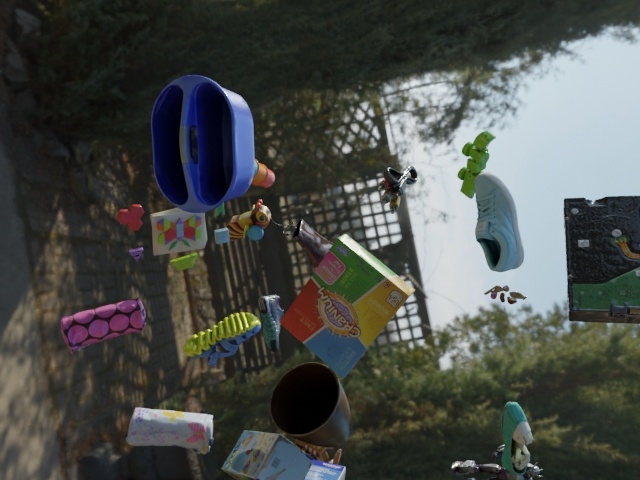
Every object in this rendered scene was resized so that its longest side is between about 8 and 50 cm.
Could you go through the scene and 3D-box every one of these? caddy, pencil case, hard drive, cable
[{"bbox_3d":[-0.307,-0.243,1.465,0.179,0.241,0.341,-21,111,-70],"label":"caddy"},{"bbox_3d":[-0.480,0.613,1.850,0.113,0.273,0.124,-111,-148,-73],"label":"pencil case"},{"bbox_3d":[0.719,0.040,1.386,0.064,0.236,0.339,63,32,-49],"label":"hard drive"},{"bbox_3d":[0.260,-0.207,1.974,0.139,0.072,0.287,62,30,-16],"label":"cable"},{"bbox_3d":[-0.565,0.221,1.506,0.095,0.209,0.098,148,-74,-69],"label":"pencil case"}]

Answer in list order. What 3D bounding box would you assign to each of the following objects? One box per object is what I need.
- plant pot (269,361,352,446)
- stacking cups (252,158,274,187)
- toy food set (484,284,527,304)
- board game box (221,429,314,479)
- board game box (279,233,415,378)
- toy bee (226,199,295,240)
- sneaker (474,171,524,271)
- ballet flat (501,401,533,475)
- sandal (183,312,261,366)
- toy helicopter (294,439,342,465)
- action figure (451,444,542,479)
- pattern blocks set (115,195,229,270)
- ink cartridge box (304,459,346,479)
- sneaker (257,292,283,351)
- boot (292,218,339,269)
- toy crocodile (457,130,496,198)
[{"bbox_3d":[0.002,0.503,1.654,0.215,0.215,0.230,-99,162,-45],"label":"plant pot"},{"bbox_3d":[-0.242,-0.226,1.802,0.316,0.096,0.096,25,51,-62],"label":"stacking cups"},{"bbox_3d":[0.567,0.166,1.768,0.078,0.122,0.019,-44,-149,41],"label":"toy food set"},{"bbox_3d":[-0.166,0.688,1.757,0.142,0.144,0.275,41,-29,-15],"label":"board game box"},{"bbox_3d":[0.065,0.180,1.553,0.242,0.317,0.064,39,24,12],"label":"board game box"},{"bbox_3d":[-0.270,-0.097,2.409,0.195,0.298,0.162,-115,-172,-57],"label":"toy bee"},{"bbox_3d":[0.608,-0.063,2.024,0.135,0.150,0.366,-25,-98,54],"label":"sneaker"},{"bbox_3d":[0.580,0.585,1.671,0.087,0.083,0.247,30,-48,53],"label":"ballet flat"},{"bbox_3d":[-0.363,0.386,2.207,0.138,0.317,0.126,58,13,-29],"label":"sandal"},{"bbox_3d":[0.001,0.837,2.259,0.235,0.140,0.355,44,-36,15],"label":"toy helicopter"},{"bbox_3d":[0.569,0.756,1.837,0.099,0.285,0.185,18,57,-58],"label":"action figure"},{"bbox_3d":[-0.445,-0.033,1.797,0.026,0.324,0.285,39,-34,50],"label":"pattern blocks set"},{"bbox_3d":[-0.026,0.912,1.893,0.395,0.151,0.270,-5,103,-72],"label":"ink cartridge box"},{"bbox_3d":[-0.174,0.321,2.253,0.083,0.098,0.224,-3,-81,51],"label":"sneaker"},{"bbox_3d":[0.000,0.000,1.974,0.207,0.090,0.248,52,25,-18],"label":"boot"},{"bbox_3d":[0.695,-0.334,2.556,0.115,0.105,0.341,44,-33,38],"label":"toy crocodile"}]
